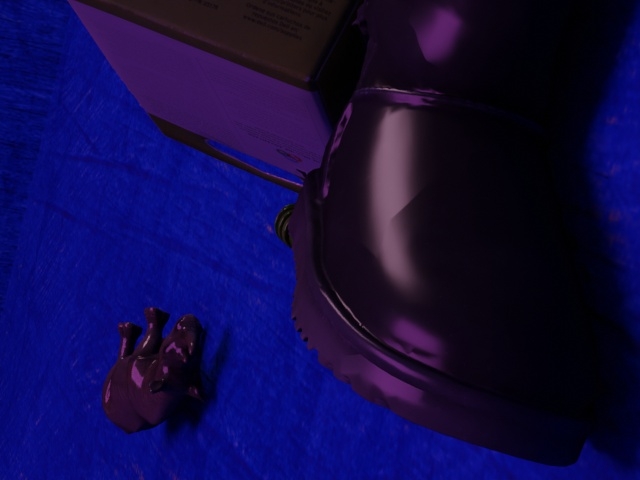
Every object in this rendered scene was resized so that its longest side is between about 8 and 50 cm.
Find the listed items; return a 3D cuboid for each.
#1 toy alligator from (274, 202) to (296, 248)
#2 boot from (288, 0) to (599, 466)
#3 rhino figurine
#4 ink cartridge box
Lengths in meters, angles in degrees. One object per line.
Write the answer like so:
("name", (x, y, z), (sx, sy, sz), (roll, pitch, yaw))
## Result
("toy alligator", (0.000, 0.000, 1.389), (0.189, 0.051, 0.056), (-135, 58, -71))
("boot", (0.116, -0.152, 0.985), (0.367, 0.146, 0.445), (-123, 52, -66))
("rhino figurine", (-0.149, 0.122, 1.770), (0.243, 0.073, 0.106), (150, 134, -67))
("ink cartridge box", (-0.044, -0.124, 1.280), (0.097, 0.189, 0.255), (-63, -18, -13))
